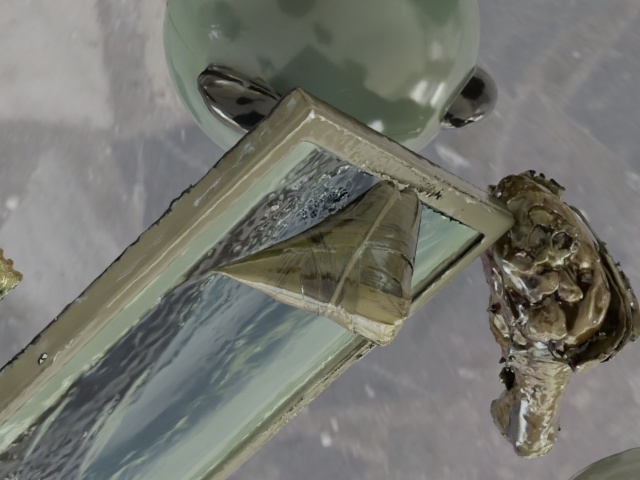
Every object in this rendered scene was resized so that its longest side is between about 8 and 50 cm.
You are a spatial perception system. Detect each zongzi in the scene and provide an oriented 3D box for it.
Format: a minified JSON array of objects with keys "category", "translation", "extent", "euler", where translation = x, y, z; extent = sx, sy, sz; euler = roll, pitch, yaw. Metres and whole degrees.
[{"category":"zongzi","translation":[0.000,0.000,0.818],"extent":[0.083,0.076,0.040],"euler":[16,136,-6]}]

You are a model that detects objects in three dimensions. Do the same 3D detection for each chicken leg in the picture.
[{"category":"chicken leg","translation":[0.136,0.048,1.162],"extent":[0.080,0.125,0.196],"euler":[-23,115,-20]}]

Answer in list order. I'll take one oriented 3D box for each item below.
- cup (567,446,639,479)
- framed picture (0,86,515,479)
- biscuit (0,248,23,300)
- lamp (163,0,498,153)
[{"category":"cup","translation":[0.220,0.185,0.730],"extent":[0.257,0.227,0.301],"euler":[-39,90,18]},{"category":"framed picture","translation":[-0.068,0.067,1.031],"extent":[0.335,0.247,0.022],"euler":[-43,62,13]},{"category":"biscuit","translation":[-0.332,0.013,1.508],"extent":[0.144,0.016,0.203],"euler":[-50,131,-21]},{"category":"lamp","translation":[-0.008,-0.149,1.190],"extent":[0.198,0.244,0.197],"euler":[-15,146,-11]}]
